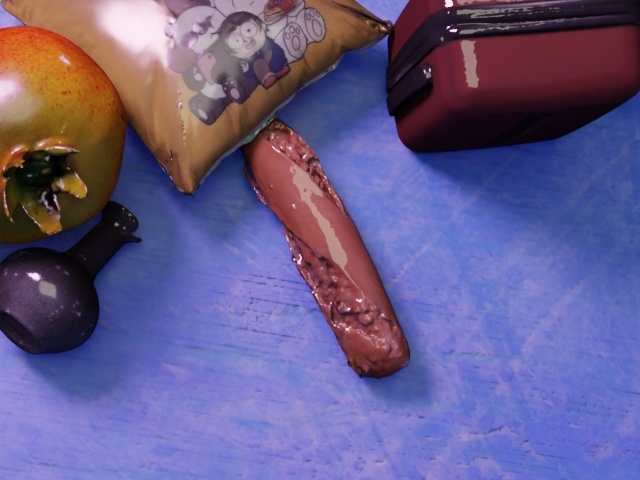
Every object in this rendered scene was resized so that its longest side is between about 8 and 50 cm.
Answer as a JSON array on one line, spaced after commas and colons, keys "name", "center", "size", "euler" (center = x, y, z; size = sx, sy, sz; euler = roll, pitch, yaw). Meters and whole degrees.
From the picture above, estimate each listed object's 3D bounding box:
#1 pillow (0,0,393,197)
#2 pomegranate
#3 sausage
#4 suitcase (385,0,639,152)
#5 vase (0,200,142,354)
[{"name": "pillow", "center": [-0.133, -0.245, 1.608], "size": [0.310, 0.119, 0.312], "euler": [-40, 76, -10]}, {"name": "pomegranate", "center": [-0.296, -0.095, 1.478], "size": [0.220, 0.221, 0.257], "euler": [-17, 37, -11]}, {"name": "sausage", "center": [0.001, 0.000, 1.593], "size": [0.079, 0.087, 0.327], "euler": [-24, 82, -27]}, {"name": "suitcase", "center": [0.196, -0.193, 1.554], "size": [0.236, 0.297, 0.161], "euler": [-6, 86, -8]}, {"name": "vase", "center": [-0.259, 0.034, 1.546], "size": [0.120, 0.120, 0.183], "euler": [41, 61, 3]}]
